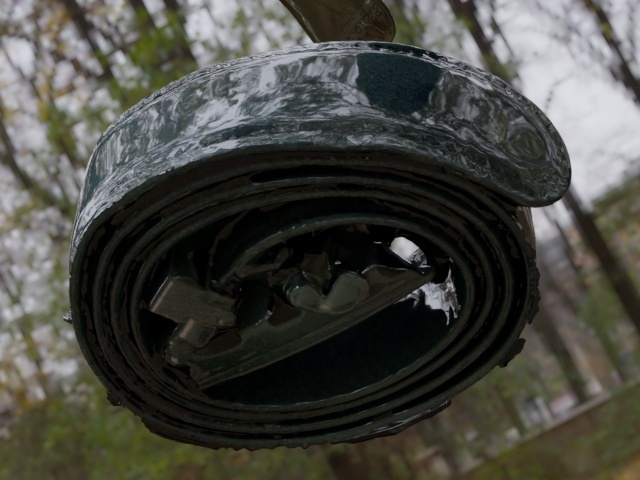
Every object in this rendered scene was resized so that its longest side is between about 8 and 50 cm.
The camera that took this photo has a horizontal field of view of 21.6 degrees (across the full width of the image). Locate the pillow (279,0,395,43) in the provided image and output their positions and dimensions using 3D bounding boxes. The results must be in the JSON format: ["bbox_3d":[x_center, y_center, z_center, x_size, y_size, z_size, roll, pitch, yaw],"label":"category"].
[{"bbox_3d":[-0.014,-0.257,1.629,0.033,0.217,0.130,-38,-5,-31],"label":"pillow"}]

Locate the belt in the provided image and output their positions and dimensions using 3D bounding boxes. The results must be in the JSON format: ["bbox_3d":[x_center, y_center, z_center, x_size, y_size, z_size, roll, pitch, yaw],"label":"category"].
[{"bbox_3d":[0.000,0.000,0.860,0.267,0.206,0.116,-17,38,14],"label":"belt"}]
